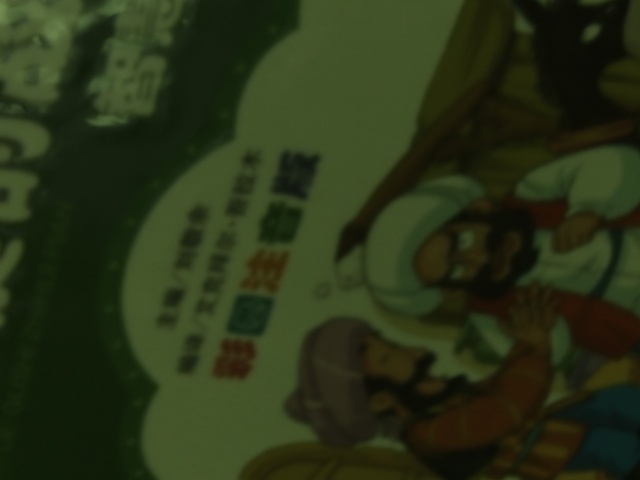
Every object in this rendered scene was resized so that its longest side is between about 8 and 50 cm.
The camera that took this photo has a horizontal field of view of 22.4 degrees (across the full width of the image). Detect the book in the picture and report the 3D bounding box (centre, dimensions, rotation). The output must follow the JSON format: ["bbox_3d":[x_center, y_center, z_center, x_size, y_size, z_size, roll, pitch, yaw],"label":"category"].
[{"bbox_3d":[0.000,0.000,0.375,0.264,0.027,0.202,8,117,-23],"label":"book"}]
